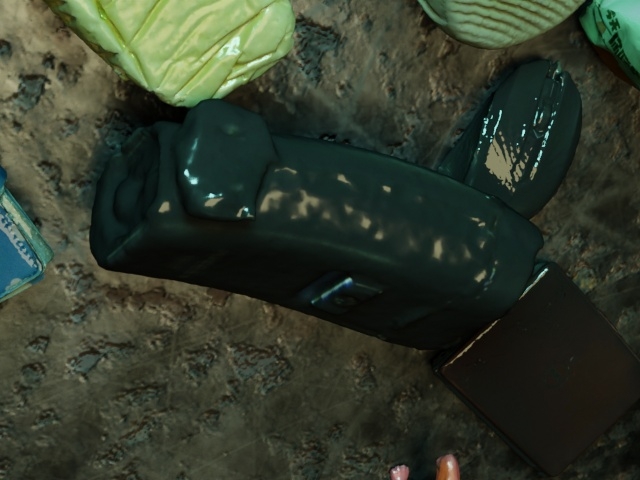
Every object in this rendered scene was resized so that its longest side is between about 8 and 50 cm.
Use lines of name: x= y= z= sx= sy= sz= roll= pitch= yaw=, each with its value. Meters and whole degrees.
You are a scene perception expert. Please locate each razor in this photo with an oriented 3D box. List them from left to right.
razor: x=-0.001 y=-0.004 z=0.904 sx=0.327 sy=0.107 sz=0.189 roll=16 pitch=150 yaw=-28

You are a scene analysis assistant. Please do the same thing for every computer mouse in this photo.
computer mouse: x=0.164 y=-0.071 z=0.994 sx=0.099 sy=0.057 sz=0.172 roll=22 pitch=104 yaw=-19

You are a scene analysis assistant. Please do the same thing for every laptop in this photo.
laptop: x=0.217 y=0.126 z=1.127 sx=0.154 sy=0.026 sz=0.207 roll=-45 pitch=121 yaw=2

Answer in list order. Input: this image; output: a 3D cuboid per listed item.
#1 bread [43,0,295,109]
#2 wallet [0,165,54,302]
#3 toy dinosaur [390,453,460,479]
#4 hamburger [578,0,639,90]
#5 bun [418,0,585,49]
bread: x=-0.127 y=-0.199 z=0.801 sx=0.140 sy=0.106 sz=0.236 roll=-41 pitch=121 yaw=1
wallet: x=-0.299 y=-0.029 z=0.849 sx=0.141 sy=0.059 sz=0.202 roll=-29 pitch=119 yaw=3
toy dinosaur: x=0.115 y=0.334 z=1.120 sx=0.070 sy=0.139 sz=0.286 roll=-5 pitch=116 yaw=-17
hamburger: x=0.347 y=-0.179 z=0.926 sx=0.235 sy=0.214 sz=0.125 roll=-32 pitch=132 yaw=-9
bun: x=0.132 y=-0.234 z=0.874 sx=0.167 sy=0.113 sz=0.173 roll=-37 pitch=144 yaw=6
